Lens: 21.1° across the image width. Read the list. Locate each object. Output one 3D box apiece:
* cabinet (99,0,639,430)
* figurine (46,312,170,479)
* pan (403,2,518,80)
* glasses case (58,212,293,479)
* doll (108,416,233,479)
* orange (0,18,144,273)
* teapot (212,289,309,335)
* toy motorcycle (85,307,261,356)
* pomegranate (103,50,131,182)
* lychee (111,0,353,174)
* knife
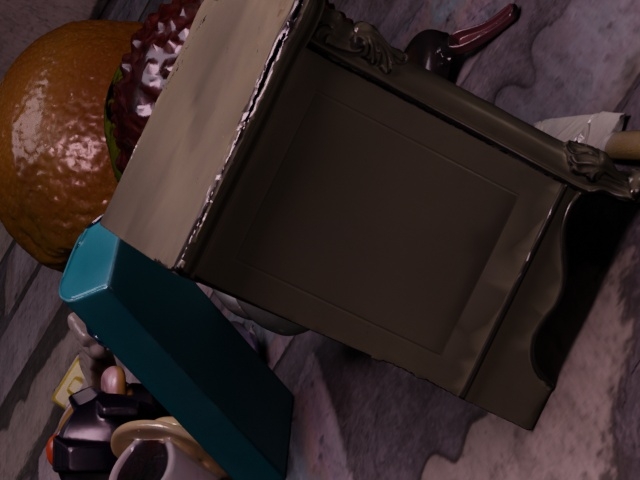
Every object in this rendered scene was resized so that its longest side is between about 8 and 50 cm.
[{"bbox_3d":[0.037,-0.034,1.370,0.227,0.318,0.290,-66,19,-1],"label":"cabinet"},{"bbox_3d":[-0.238,0.226,1.942,0.143,0.308,0.308,-27,15,-12],"label":"figurine"},{"bbox_3d":[0.127,-0.186,1.753,0.212,0.040,0.114,-39,36,51],"label":"pan"},{"bbox_3d":[-0.132,0.109,1.650,0.070,0.301,0.117,-22,37,25],"label":"glasses case"},{"bbox_3d":[-0.156,0.301,1.692,0.208,0.144,0.271,-49,28,6],"label":"doll"},{"bbox_3d":[-0.311,-0.127,2.399,0.322,0.322,0.357,-37,38,52],"label":"orange"},{"bbox_3d":[0.000,0.000,1.620,0.294,0.129,0.193,-34,1,30],"label":"teapot"},{"bbox_3d":[-0.167,0.100,1.886,0.108,0.204,0.239,-68,18,-2],"label":"toy motorcycle"},{"bbox_3d":[-0.121,-0.155,2.065,0.340,0.260,0.260,-46,25,33],"label":"pomegranate"},{"bbox_3d":[-0.073,-0.129,1.790,0.306,0.306,0.330,-60,18,11],"label":"lychee"},{"bbox_3d":[0.232,-0.085,1.387,0.047,0.017,0.298,-63,15,-4],"label":"knife"}]
